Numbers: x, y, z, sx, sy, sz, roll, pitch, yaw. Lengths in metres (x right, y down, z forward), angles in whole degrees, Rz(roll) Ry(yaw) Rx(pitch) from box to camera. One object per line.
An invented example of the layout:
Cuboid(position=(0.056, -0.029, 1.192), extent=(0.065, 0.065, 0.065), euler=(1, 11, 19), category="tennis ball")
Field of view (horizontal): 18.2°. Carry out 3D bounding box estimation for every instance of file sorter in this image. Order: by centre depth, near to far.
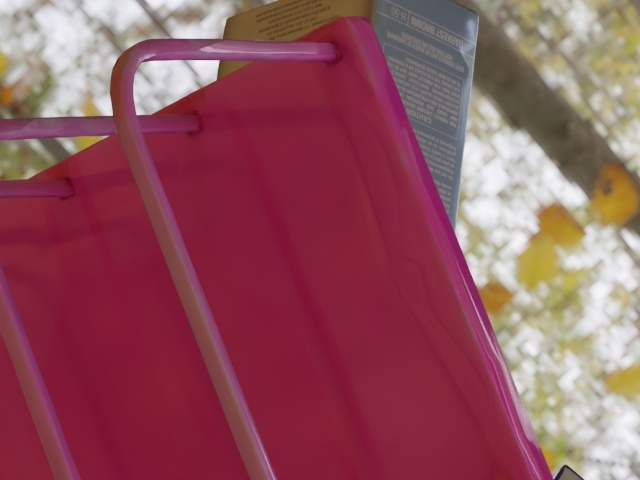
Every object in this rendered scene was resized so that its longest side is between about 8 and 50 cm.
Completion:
Cuboid(position=(-0.104, 0.067, 0.734), extent=(0.290, 0.202, 0.182), euler=(-25, 172, 28), category="file sorter")

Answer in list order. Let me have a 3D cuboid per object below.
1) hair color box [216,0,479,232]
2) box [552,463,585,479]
Cuboid(position=(0.000, 0.000, 1.504), extent=(0.185, 0.113, 0.374), euler=(-12, -116, 48), category="hair color box")
Cuboid(position=(0.195, 0.267, 1.573), extent=(0.072, 0.126, 0.137), euler=(-47, 175, -42), category="box")
